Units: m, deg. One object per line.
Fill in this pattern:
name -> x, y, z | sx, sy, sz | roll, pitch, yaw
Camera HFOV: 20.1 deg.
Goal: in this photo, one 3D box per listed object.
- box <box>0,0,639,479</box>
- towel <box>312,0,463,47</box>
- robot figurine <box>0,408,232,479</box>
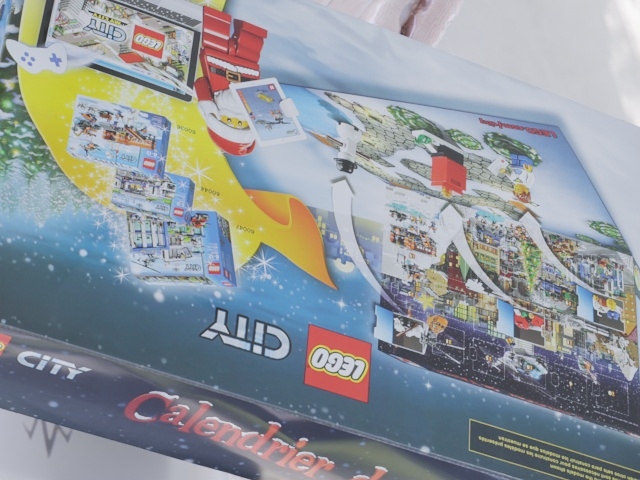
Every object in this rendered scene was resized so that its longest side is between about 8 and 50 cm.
box -> 0.000, 0.000, 0.567 | 0.233, 0.044, 0.159 | 19, 52, -18
towel -> -0.030, -0.084, 1.002 | 0.053, 0.332, 0.317 | 42, 50, -18
robot figurine -> -0.123, 0.160, 0.636 | 0.173, 0.209, 0.278 | 12, 83, -64
